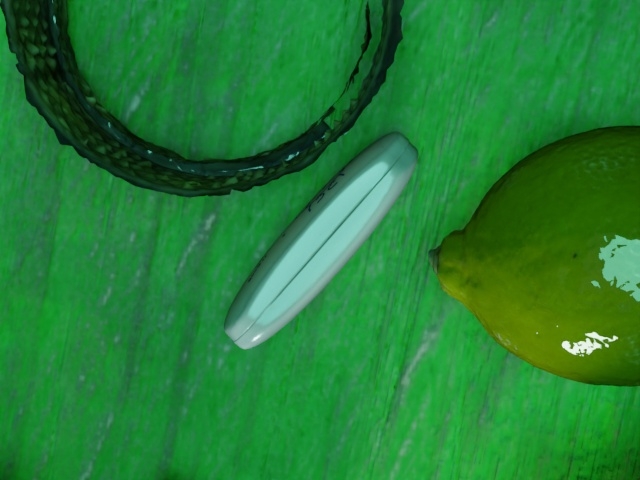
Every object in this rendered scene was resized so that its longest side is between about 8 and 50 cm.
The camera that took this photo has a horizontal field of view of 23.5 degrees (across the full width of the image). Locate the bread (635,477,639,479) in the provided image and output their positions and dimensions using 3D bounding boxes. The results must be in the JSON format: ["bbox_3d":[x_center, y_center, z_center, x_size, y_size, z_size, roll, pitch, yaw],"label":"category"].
[{"bbox_3d":[0.357,0.282,1.059,0.395,0.264,0.239,-11,51,12],"label":"bread"}]

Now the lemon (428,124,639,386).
[{"bbox_3d":[0.202,0.013,1.082,0.248,0.184,0.184,-8,95,1],"label":"lemon"}]

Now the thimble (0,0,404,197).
[{"bbox_3d":[-0.076,-0.166,1.084,0.270,0.150,0.271,0,96,1],"label":"thimble"}]

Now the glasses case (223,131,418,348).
[{"bbox_3d":[0.000,0.000,1.135,0.049,0.076,0.197,41,95,-4],"label":"glasses case"}]
